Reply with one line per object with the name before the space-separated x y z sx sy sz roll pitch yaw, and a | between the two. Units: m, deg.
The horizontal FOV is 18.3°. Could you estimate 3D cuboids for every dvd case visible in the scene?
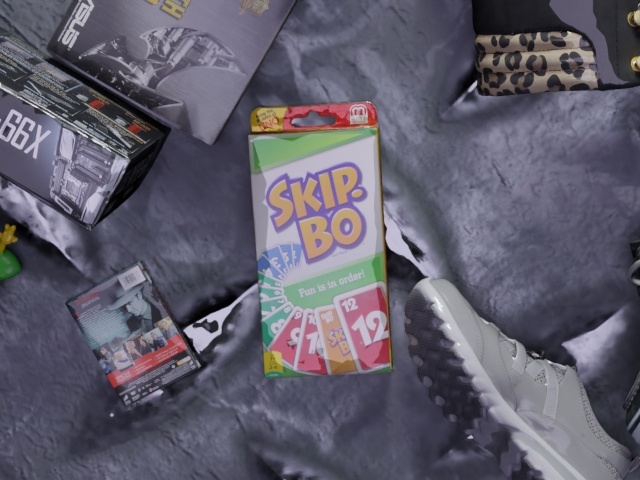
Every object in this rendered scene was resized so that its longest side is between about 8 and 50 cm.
dvd case | -0.182 0.091 1.927 0.087 0.013 0.119 -29 97 8

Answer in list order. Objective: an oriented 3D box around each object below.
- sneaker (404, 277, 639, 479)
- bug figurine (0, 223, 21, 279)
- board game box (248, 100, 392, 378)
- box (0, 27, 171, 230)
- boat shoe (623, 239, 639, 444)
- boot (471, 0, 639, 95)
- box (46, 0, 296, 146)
sneaker | 0.188 0.143 1.883 0.115 0.105 0.281 -38 91 -25
bug figurine | -0.412 0.049 1.908 0.216 0.072 0.279 21 96 -6
board game box | 0.000 0.000 1.890 0.124 0.039 0.260 -3 96 4
box | -0.297 -0.135 1.783 0.307 0.242 0.076 31 100 -2
boat shoe | 0.342 0.027 1.837 0.119 0.121 0.335 24 89 8
boot | 0.289 -0.283 1.766 0.377 0.138 0.284 -5 98 9
box | -0.121 -0.231 1.847 0.183 0.056 0.231 31 100 -1
